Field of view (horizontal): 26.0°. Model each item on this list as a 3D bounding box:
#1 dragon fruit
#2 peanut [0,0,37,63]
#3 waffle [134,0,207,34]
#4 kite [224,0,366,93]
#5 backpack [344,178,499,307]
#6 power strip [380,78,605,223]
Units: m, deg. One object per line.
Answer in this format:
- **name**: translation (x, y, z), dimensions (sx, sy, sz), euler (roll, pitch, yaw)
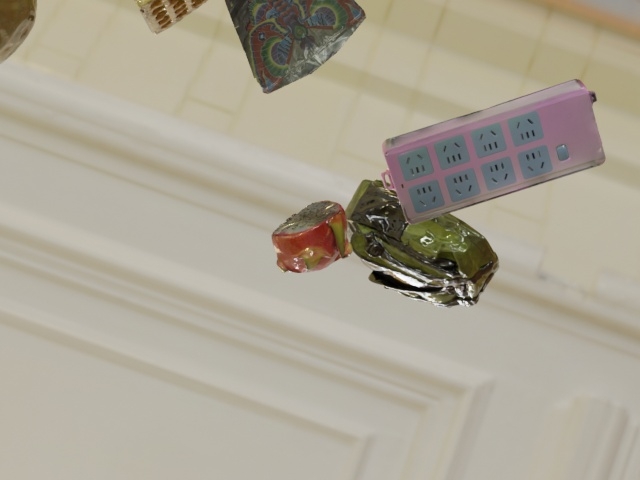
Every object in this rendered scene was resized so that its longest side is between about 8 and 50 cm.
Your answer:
- **dragon fruit**: translation (0.000, 0.000, 1.315), dimensions (0.083, 0.060, 0.056), euler (-33, -65, -46)
- **peanut**: translation (-0.376, -0.295, 1.484), dimensions (0.143, 0.159, 0.291), euler (-65, -15, -70)
- **waffle**: translation (-0.126, -0.228, 1.274), dimensions (0.092, 0.021, 0.135), euler (-35, 0, 0)
- **kite**: translation (-0.077, -0.317, 1.626), dimensions (0.152, 0.285, 0.015), euler (-37, -13, 15)
- **backpack**: translation (0.159, 0.014, 2.222), dimensions (0.140, 0.253, 0.207), euler (-59, -26, -15)
- **power strip**: translation (0.210, -0.108, 1.697), dimensions (0.037, 0.279, 0.109), euler (-96, -13, -64)
